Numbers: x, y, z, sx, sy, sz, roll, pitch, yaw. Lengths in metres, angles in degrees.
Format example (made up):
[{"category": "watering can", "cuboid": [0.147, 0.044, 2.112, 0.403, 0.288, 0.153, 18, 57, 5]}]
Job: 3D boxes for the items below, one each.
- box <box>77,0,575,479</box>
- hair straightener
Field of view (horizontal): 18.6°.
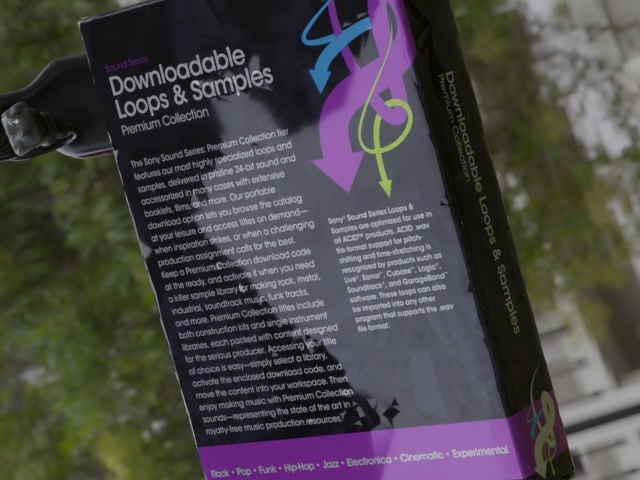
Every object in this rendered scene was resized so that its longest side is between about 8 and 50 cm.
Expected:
[{"category": "box", "cuboid": [0.000, 0.000, 0.563, 0.029, 0.116, 0.162, -27, -76, -52]}, {"category": "hair straightener", "cuboid": [-0.124, -0.054, 0.760, 0.089, 0.230, 0.047, 178, 86, -88]}]
